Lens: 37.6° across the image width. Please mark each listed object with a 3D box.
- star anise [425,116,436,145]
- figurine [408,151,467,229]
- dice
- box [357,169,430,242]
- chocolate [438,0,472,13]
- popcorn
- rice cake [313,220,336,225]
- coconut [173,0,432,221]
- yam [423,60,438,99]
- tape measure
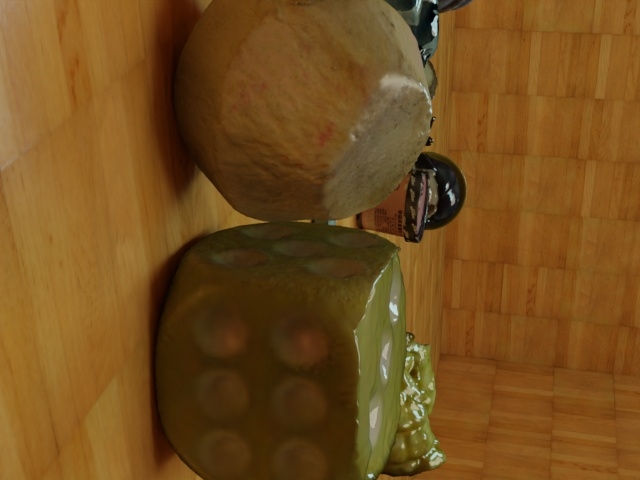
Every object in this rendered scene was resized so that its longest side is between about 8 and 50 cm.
[{"bbox_3d":[0.186,-0.237,2.115,0.177,0.073,0.234,-44,-161,20],"label":"star anise"},{"bbox_3d":[0.234,-0.113,2.269,0.257,0.167,0.192,-15,116,-52],"label":"figurine"},{"bbox_3d":[-0.033,0.119,1.008,0.233,0.227,0.238,-47,140,-69],"label":"dice"},{"bbox_3d":[0.151,-0.077,1.963,0.151,0.135,0.151,8,90,-75],"label":"box"},{"bbox_3d":[0.194,-0.537,1.728,0.213,0.303,0.303,-58,166,0],"label":"chocolate"},{"bbox_3d":[0.066,0.267,1.478,0.293,0.293,0.237,73,7,-60],"label":"popcorn"},{"bbox_3d":[0.000,0.000,1.546,0.043,0.034,0.211,56,41,-57],"label":"rice cake"},{"bbox_3d":[-0.024,-0.149,0.948,0.259,0.259,0.259,5,90,-77],"label":"coconut"},{"bbox_3d":[0.177,-0.346,1.991,0.129,0.128,0.238,-48,169,7],"label":"yam"},{"bbox_3d":[0.110,-0.391,1.482,0.256,0.147,0.275,81,0,-47],"label":"tape measure"}]
